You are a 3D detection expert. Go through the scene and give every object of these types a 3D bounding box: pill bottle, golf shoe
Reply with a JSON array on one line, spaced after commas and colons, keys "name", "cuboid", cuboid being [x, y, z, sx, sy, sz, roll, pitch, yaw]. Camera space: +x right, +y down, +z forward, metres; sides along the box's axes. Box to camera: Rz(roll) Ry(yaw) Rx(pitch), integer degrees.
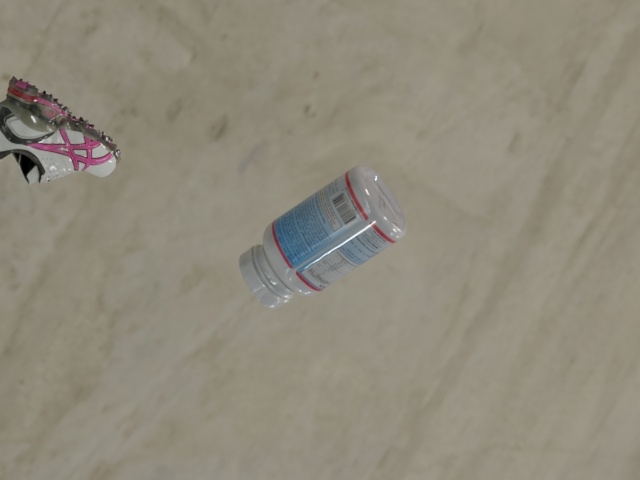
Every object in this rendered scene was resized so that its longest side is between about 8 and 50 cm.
[{"name": "pill bottle", "cuboid": [0.000, 0.000, 1.379, 0.160, 0.087, 0.087, -33, 163, 18]}, {"name": "golf shoe", "cuboid": [-0.265, -0.092, 1.354, 0.086, 0.067, 0.186, -61, 153, -3]}]
